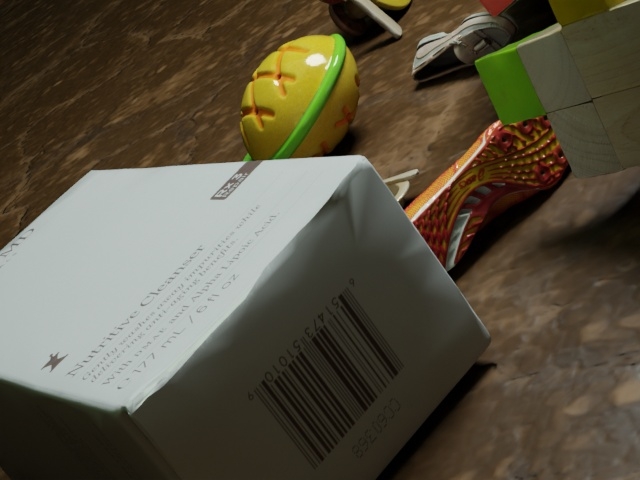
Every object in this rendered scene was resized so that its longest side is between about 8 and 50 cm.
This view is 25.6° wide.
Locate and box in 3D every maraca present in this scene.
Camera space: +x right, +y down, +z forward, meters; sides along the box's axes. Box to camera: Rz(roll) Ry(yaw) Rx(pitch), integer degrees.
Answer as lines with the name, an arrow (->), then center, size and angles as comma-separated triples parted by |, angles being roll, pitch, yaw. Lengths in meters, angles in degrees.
maraca -> -0.030, -0.108, 1.292 | 0.185, 0.099, 0.127 | -56, 14, 16

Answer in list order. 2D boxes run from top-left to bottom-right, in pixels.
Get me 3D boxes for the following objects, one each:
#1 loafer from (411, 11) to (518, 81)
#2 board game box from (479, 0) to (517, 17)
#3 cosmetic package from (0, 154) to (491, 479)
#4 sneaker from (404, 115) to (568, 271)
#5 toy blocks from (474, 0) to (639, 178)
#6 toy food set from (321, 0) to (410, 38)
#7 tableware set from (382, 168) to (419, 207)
loafer -> 0.129, -0.171, 1.274 | 0.125, 0.045, 0.039 | -13, 46, 55
board game box -> 0.235, -0.306, 1.196 | 0.242, 0.064, 0.316 | -40, 3, 19
cosmetic package -> -0.102, 0.069, 0.933 | 0.217, 0.156, 0.385 | -47, 26, -25
sneaker -> 0.108, -0.039, 0.994 | 0.175, 0.064, 0.067 | -37, 12, -15
toy blocks -> 0.309, -0.152, 0.829 | 0.261, 0.190, 0.381 | -30, 9, -26
toy food set -> 0.032, -0.286, 1.555 | 0.071, 0.128, 0.218 | -45, 18, 32
tableware set -> 0.000, 0.000, 1.117 | 0.141, 0.020, 0.168 | -10, 32, 46
